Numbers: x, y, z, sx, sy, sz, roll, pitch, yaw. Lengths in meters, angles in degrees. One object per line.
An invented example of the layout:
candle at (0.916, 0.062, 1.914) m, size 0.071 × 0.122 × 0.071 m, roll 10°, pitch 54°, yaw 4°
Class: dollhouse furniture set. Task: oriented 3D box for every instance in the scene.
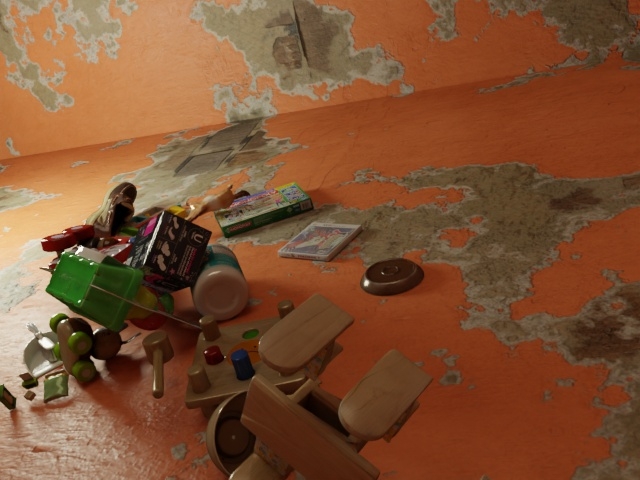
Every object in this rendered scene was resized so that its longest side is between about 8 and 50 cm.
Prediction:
dollhouse furniture set at (-0.674, 0.344, 1.606) m, size 0.152 × 0.058 × 0.076 m, roll -18°, pitch 43°, yaw -2°
dollhouse furniture set at (0.026, 0.353, 0.916) m, size 0.394 × 0.362 × 0.256 m, roll 34°, pitch 44°, yaw 20°

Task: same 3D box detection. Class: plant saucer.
plant saucer at (0.183, 0.088, 1.767) m, size 0.169 × 0.029 × 0.168 m, roll -11°, pitch 25°, yaw 5°

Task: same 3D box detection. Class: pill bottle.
pill bottle at (-0.285, 0.099, 1.846) m, size 0.146 × 0.146 × 0.264 m, roll -18°, pitch 24°, yaw -9°

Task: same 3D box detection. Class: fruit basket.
fruit basket at (-0.474, 0.137, 1.700) m, size 0.327 × 0.165 × 0.353 m, roll 12°, pitch -7°, yaw 44°

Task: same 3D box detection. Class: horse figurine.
horse figurine at (-0.373, -0.132, 2.374) m, size 0.264 × 0.066 × 0.174 m, roll -20°, pitch 20°, yaw -7°

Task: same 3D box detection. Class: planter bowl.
planter bowl at (-0.141, 0.355, 1.237) m, size 0.162 × 0.162 × 0.109 m, roll -33°, pitch 5°, yaw -36°

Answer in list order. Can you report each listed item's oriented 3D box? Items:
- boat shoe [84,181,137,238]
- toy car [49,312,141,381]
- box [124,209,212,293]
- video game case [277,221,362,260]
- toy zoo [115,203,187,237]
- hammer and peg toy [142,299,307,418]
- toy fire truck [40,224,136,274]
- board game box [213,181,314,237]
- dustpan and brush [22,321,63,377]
boat shoe at (-0.731, -0.104, 2.482) m, size 0.123 × 0.123 × 0.342 m, roll 1°, pitch 32°, yaw 13°
toy car at (-0.551, 0.244, 1.700) m, size 0.189 × 0.148 × 0.155 m, roll -17°, pitch 26°, yaw -36°
box at (-0.412, 0.042, 1.805) m, size 0.247 × 0.142 × 0.163 m, roll -21°, pitch 49°, yaw 58°
video game case at (0.000, 0.000, 2.055) m, size 0.184 × 0.023 × 0.201 m, roll 4°, pitch 30°, yaw 34°
toy zoo at (-0.629, -0.071, 2.524) m, size 0.192 × 0.030 × 0.293 m, roll 10°, pitch 34°, yaw 42°
hammer and peg toy at (-0.205, 0.267, 1.468) m, size 0.362 × 0.127 × 0.266 m, roll -12°, pitch 26°, yaw 4°
toy fire truck at (-0.691, 0.046, 2.107) m, size 0.254 × 0.169 × 0.302 m, roll -5°, pitch 13°, yaw 9°
board game box at (-0.205, -0.111, 2.374) m, size 0.318 × 0.046 × 0.213 m, roll -19°, pitch 26°, yaw -11°
dustpan and brush at (-0.736, 0.271, 1.813) m, size 0.147 × 0.060 × 0.211 m, roll -29°, pitch 29°, yaw -31°
